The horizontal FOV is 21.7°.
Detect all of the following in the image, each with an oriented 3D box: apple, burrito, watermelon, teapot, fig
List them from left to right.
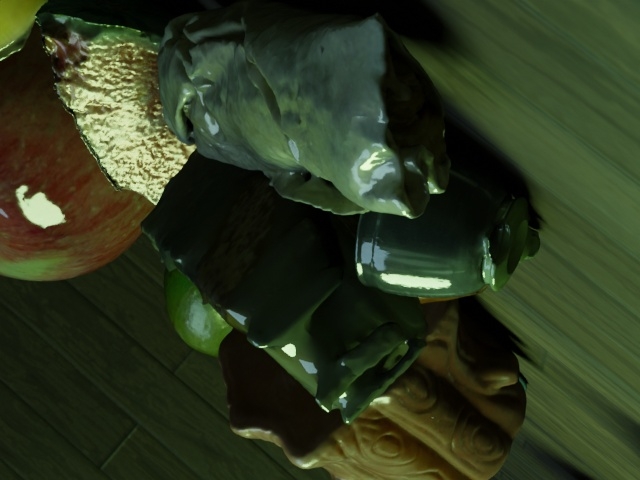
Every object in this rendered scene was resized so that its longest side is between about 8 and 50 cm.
[{"bbox_3d":[-0.294,-0.127,1.617,0.344,0.269,0.345,26,154,14],"label":"apple"},{"bbox_3d":[-0.119,-0.131,1.259,0.146,0.128,0.231,-106,-7,-46],"label":"watermelon"},{"bbox_3d":[-0.116,0.055,2.201,0.181,0.181,0.191,38,152,19],"label":"fig"},{"bbox_3d":[-0.022,-0.078,0.949,0.392,0.076,0.117,-159,56,-69],"label":"burrito"},{"bbox_3d":[0.080,-0.014,0.962,0.090,0.124,0.092,17,123,18],"label":"teapot"}]

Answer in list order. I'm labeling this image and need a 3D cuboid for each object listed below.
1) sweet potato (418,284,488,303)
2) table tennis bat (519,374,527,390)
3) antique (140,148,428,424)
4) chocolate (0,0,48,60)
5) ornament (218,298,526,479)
[{"bbox_3d":[-0.004,-0.001,1.327,0.112,0.112,0.359,45,172,-35],"label":"sweet potato"},{"bbox_3d":[0.153,0.114,1.648,0.100,0.019,0.155,42,172,-15],"label":"table tennis bat"},{"bbox_3d":[-0.018,0.013,1.098,0.125,0.150,0.284,42,-175,-22],"label":"antique"},{"bbox_3d":[-0.337,-0.296,1.160,0.162,0.162,0.445,37,170,28],"label":"chocolate"},{"bbox_3d":[0.060,0.111,1.438,0.217,0.221,0.235,41,-144,-48],"label":"ornament"}]
